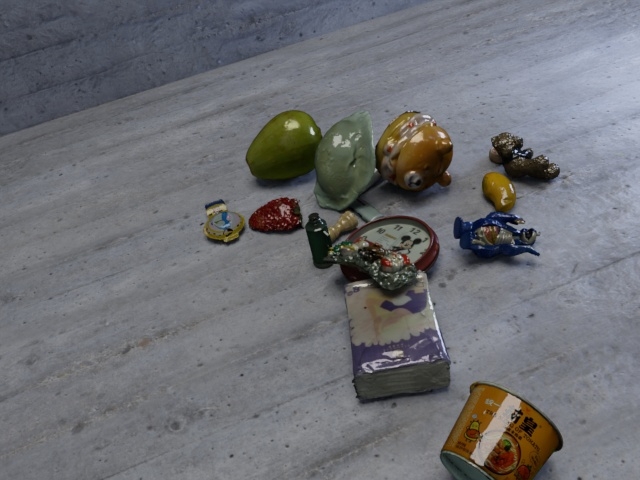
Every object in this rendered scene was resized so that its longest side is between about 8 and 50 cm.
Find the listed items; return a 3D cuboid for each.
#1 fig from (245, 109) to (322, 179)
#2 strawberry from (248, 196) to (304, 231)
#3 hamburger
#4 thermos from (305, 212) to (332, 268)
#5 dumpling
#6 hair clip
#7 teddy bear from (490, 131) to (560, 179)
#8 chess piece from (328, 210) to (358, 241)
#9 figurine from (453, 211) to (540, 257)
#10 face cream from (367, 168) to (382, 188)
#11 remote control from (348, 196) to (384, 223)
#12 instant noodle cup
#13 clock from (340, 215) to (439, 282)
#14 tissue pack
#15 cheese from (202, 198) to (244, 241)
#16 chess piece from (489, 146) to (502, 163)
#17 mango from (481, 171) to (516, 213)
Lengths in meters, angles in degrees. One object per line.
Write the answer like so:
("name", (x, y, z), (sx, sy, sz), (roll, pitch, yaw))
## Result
("fig", (-0.146, -0.363, 2.232), (0.326, 0.258, 0.258), (-26, 37, 11))
("strawberry", (-0.167, -0.092, 2.033), (0.207, 0.087, 0.167), (-15, 40, 0))
("hamburger", (0.349, -0.294, 2.004), (0.276, 0.277, 0.237), (-31, 50, -21))
("thermos", (-0.004, -0.001, 1.793), (0.073, 0.188, 0.083), (-14, 37, 0))
("dumpling", (0.077, -0.279, 2.025), (0.211, 0.321, 0.270), (-2, 33, -1))
("hair clip", (0.137, 0.046, 1.612), (0.138, 0.091, 0.321), (-25, 28, -33))
("teddy bear", (0.700, -0.285, 1.993), (0.129, 0.181, 0.251), (-52, 51, 17))
("chess piece", (0.064, -0.044, 1.933), (0.122, 0.066, 0.066), (-36, 44, -18))
("figurine", (0.535, -0.007, 1.720), (0.262, 0.121, 0.164), (10, 48, 1))
("face cream", (0.206, -0.273, 2.163), (0.314, 0.089, 0.143), (-39, 45, -12))
("remote control", (0.157, -0.110, 2.008), (0.065, 0.029, 0.166), (-28, 41, -16))
("instant noodle cup", (0.361, 0.426, 1.172), (0.215, 0.216, 0.172), (25, 60, 37))
("clock", (0.213, 0.038, 1.772), (0.318, 0.080, 0.319), (-14, 34, 10))
("tissue pack", (0.192, 0.239, 1.499), (0.242, 0.125, 0.344), (-11, 36, 6))
("cheese", (-0.366, -0.076, 2.086), (0.156, 0.064, 0.250), (-22, 42, -13))
("chess piece", (0.672, -0.323, 2.113), (0.083, 0.038, 0.084), (-9, 40, 8))
("mango", (0.605, -0.167, 1.915), (0.098, 0.075, 0.190), (-23, 41, 12))
